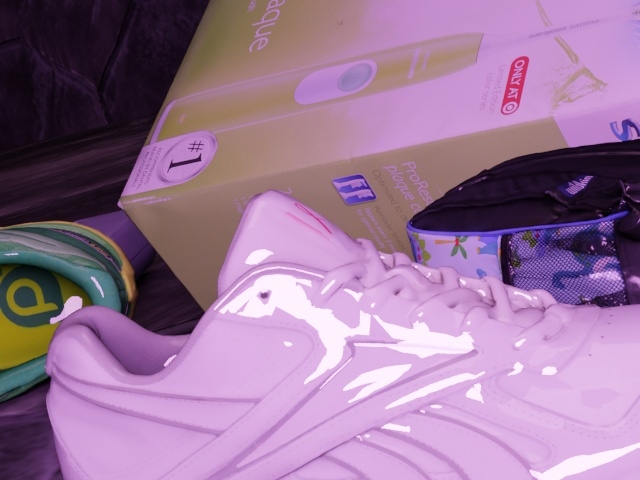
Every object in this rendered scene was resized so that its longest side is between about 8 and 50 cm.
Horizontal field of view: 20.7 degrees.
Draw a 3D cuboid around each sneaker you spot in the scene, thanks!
[{"bbox_3d":[0.019,0.037,0.510,0.232,0.115,0.090,-14,9,11],"label":"sneaker"},{"bbox_3d":[-0.241,0.049,0.923,0.295,0.109,0.123,-17,5,-11],"label":"sneaker"}]

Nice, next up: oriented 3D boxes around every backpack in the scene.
[{"bbox_3d":[0.094,0.011,0.652,0.114,0.084,0.105,-3,14,36],"label":"backpack"}]

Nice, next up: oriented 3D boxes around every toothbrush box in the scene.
[{"bbox_3d":[0.075,-0.073,0.827,0.283,0.122,0.206,-9,43,31],"label":"toothbrush box"}]

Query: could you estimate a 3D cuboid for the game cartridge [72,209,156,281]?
[{"bbox_3d":[-0.263,0.044,1.200,0.294,0.060,0.196,-14,12,7],"label":"game cartridge"}]
